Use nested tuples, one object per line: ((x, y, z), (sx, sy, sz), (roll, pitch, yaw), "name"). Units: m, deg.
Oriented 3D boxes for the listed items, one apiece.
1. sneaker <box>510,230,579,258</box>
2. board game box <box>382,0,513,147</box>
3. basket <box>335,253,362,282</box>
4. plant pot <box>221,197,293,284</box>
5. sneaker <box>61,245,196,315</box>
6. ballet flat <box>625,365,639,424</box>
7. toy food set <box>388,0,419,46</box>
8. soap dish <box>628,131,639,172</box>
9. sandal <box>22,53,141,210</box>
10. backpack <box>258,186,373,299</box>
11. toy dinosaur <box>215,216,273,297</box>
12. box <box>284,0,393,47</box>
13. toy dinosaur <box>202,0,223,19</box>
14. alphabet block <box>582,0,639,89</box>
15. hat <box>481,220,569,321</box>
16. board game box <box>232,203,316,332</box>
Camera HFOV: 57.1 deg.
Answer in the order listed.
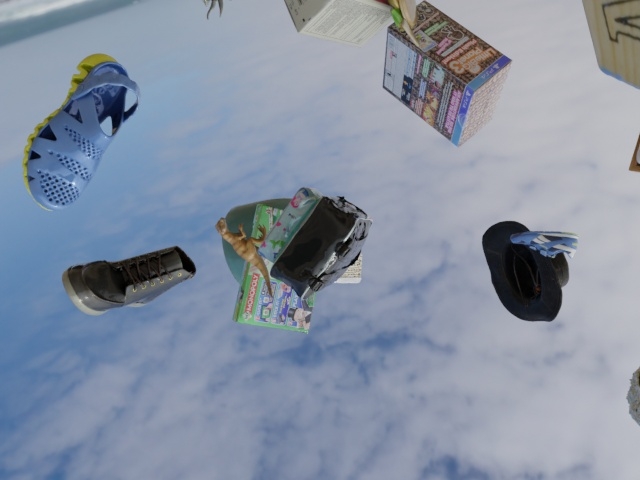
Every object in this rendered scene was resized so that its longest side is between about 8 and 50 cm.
((0.492, 0.008, 1.298), (0.144, 0.059, 0.053), (3, -178, 29), "sneaker")
((0.316, -0.430, 1.531), (0.141, 0.232, 0.291), (-40, -110, -15), "board game box")
((0.053, 0.081, 1.920), (0.113, 0.103, 0.167), (8, 180, 33), "basket")
((-0.115, 0.000, 1.792), (0.235, 0.293, 0.293), (-16, -157, 27), "plant pot")
((-0.280, 0.047, 0.883), (0.118, 0.083, 0.222), (-28, 173, 9), "sneaker")
((0.749, 0.343, 1.292), (0.147, 0.146, 0.409), (-10, 174, 17), "ballet flat")
((0.187, -0.547, 1.347), (0.039, 0.191, 0.132), (-7, 167, 26), "toy food set")
((0.952, -0.284, 1.502), (0.229, 0.118, 0.290), (16, -98, 35), "soap dish")
((-0.430, -0.200, 1.077), (0.138, 0.126, 0.317), (17, -98, 39), "sandal")
((0.000, 0.000, 1.291), (0.191, 0.225, 0.253), (40, -165, 16), "backpack")
((-0.159, 0.028, 1.367), (0.112, 0.211, 0.064), (-46, -174, -33), "toy dinosaur")
((0.049, -0.558, 1.366), (0.232, 0.126, 0.149), (-9, 162, -48), "box")
((-0.170, -0.658, 1.359), (0.314, 0.160, 0.121), (-32, -148, -8), "toy dinosaur")
((0.375, -0.265, 0.554), (0.192, 0.197, 0.193), (-32, -146, 5), "alphabet block")
((0.601, 0.070, 1.653), (0.134, 0.331, 0.331), (-21, -155, -14), "hat")
((-0.101, 0.078, 1.594), (0.214, 0.317, 0.046), (13, 178, -26), "board game box")
